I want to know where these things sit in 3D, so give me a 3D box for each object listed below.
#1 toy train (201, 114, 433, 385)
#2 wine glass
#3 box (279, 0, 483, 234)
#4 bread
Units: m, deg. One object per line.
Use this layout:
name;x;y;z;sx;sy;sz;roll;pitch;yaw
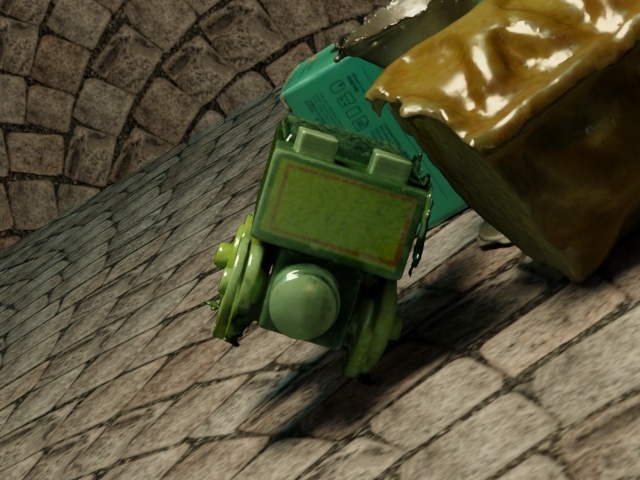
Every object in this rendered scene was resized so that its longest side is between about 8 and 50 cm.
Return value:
toy train;0.000;0.000;1.404;0.271;0.159;0.188;-92;19;-80
wine glass;0.135;-0.118;1.507;0.156;0.232;0.156;-31;13;8
box;0.143;-0.154;1.701;0.311;0.205;0.118;-30;18;19
bread;0.205;-0.110;1.321;0.252;0.238;0.196;-45;14;-9
